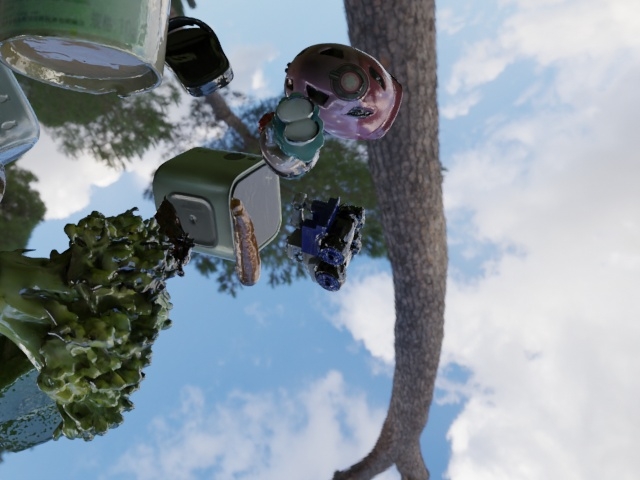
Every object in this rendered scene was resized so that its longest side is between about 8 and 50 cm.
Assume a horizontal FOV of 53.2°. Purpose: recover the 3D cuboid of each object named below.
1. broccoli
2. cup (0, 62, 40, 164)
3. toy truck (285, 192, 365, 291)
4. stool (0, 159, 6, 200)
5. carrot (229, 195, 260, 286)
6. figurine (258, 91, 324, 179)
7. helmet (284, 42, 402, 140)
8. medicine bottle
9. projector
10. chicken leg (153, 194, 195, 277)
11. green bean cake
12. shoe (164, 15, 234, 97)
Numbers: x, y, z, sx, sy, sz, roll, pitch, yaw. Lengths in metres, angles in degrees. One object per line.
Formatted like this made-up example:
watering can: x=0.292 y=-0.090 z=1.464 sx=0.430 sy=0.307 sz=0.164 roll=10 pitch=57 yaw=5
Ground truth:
broccoli: x=-0.336 y=0.113 z=0.952 sx=0.324 sy=0.334 sz=0.272 roll=36 pitch=-165 yaw=23
cup: x=-0.826 y=-0.271 z=1.397 sx=0.357 sy=0.274 sz=0.259 roll=-34 pitch=-169 yaw=-24
toy truck: x=0.000 y=0.000 z=1.523 sx=0.177 sy=0.213 sz=0.161 roll=16 pitch=-133 yaw=11
stool: x=-0.689 y=-0.132 z=1.097 sx=0.179 sy=0.179 sz=0.264 roll=-24 pitch=171 yaw=-5
carrot: x=-0.163 y=0.005 z=1.371 sx=0.059 sy=0.248 sz=0.059 roll=-1 pitch=-139 yaw=1
figurine: x=-0.051 y=-0.187 z=1.108 sx=0.110 sy=0.138 sz=0.245 roll=-14 pitch=177 yaw=-11
helmet: x=0.039 y=-0.336 z=1.387 sx=0.253 sy=0.154 sz=0.198 roll=20 pitch=-94 yaw=19
medicine bottle: x=-0.333 y=-0.444 z=0.941 sx=0.236 sy=0.236 sz=0.406 roll=0 pitch=-97 yaw=27
projector: x=-0.275 y=-0.103 z=1.741 sx=0.249 sy=0.248 sz=0.248 roll=11 pitch=-150 yaw=25
chicken leg: x=-0.337 y=-0.005 z=1.437 sx=0.105 sy=0.063 sz=0.234 roll=-50 pitch=-137 yaw=11
green bean cake: x=-0.526 y=0.268 z=1.208 sx=0.248 sy=0.222 sz=0.125 roll=-22 pitch=-146 yaw=-9
shoe: x=-0.222 y=-0.333 z=1.083 sx=0.108 sy=0.093 sz=0.241 roll=-29 pitch=-136 yaw=-7
